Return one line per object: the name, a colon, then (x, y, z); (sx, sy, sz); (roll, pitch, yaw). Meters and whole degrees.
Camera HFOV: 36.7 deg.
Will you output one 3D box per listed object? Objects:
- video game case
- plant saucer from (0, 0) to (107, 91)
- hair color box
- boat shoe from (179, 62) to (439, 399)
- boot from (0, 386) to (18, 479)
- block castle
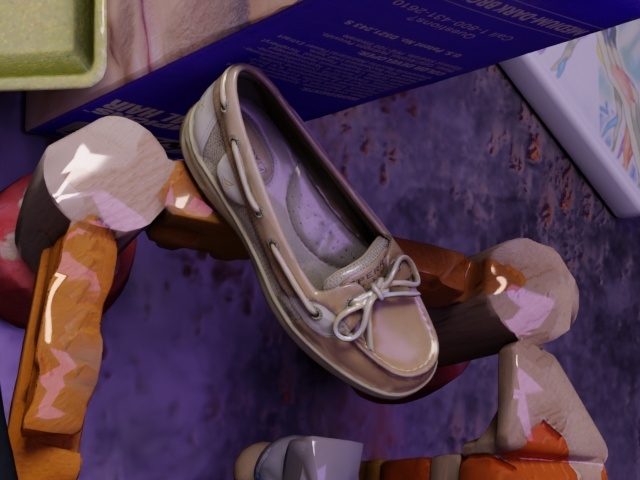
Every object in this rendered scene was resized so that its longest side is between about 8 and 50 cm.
video game case: (0.233, -0.236, 0.809); (0.329, 0.036, 0.300); (47, 62, -22)
plant saucer: (-0.186, -0.155, 0.456); (0.188, 0.045, 0.188); (-1, 84, 5)
hair color box: (-0.022, -0.156, 0.435); (0.110, 0.339, 0.185); (6, 81, -35)
boat shoe: (0.001, -0.001, 0.394); (0.056, 0.048, 0.153); (-34, 91, -29)
boot: (-0.093, 0.091, 0.327); (0.099, 0.045, 0.121); (10, 79, -20)
block castle: (-0.050, 0.195, 0.465); (0.303, 0.213, 0.453); (14, 70, -21)
